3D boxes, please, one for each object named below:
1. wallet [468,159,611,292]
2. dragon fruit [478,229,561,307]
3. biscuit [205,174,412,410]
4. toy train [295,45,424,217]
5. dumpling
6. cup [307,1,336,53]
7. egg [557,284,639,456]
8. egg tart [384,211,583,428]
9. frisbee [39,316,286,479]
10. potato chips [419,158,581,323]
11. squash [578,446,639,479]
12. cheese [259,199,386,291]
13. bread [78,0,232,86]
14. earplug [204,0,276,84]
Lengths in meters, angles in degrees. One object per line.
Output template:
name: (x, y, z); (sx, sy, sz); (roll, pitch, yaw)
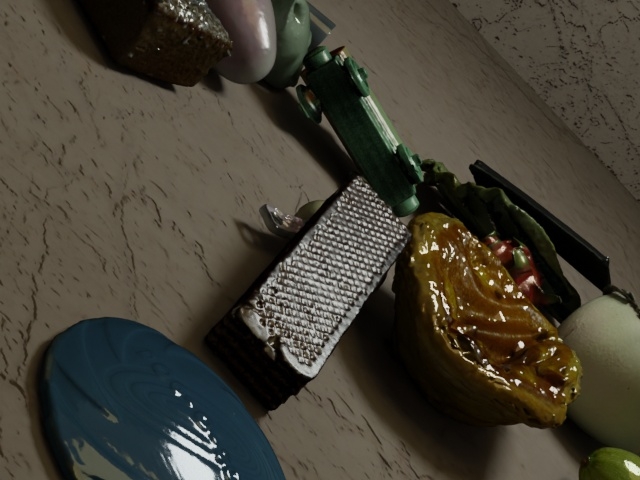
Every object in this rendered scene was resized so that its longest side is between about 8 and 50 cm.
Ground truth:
wallet: (0.360, -0.026, 2.078); (0.285, 0.030, 0.146); (41, -2, 23)
dragon fruit: (0.284, 0.088, 1.937); (0.135, 0.137, 0.236); (35, 21, -36)
biscuit: (-0.004, 0.047, 1.422); (0.107, 0.073, 0.388); (47, 31, -5)
toy train: (0.062, -0.169, 1.935); (0.285, 0.116, 0.177); (57, 11, -12)
dumpling: (-0.073, -0.323, 1.925); (0.217, 0.104, 0.149); (84, -16, -53)
cup: (-0.030, -0.361, 2.175); (0.077, 0.078, 0.100); (43, -13, -7)
egg: (0.449, 0.231, 2.010); (0.264, 0.174, 0.286); (-113, 179, -62)
egg tart: (0.191, 0.118, 1.669); (0.339, 0.153, 0.351); (48, 22, -8)
frisbee: (-0.114, 0.174, 1.095); (0.289, 0.049, 0.289); (42, 22, -21)
potato chips: (0.330, 0.013, 2.172); (0.429, 0.070, 0.358); (46, 0, -23)
squash: (0.439, 0.371, 1.814); (0.186, 0.123, 0.123); (44, 21, -1)
cheese: (0.000, 0.000, 1.611); (0.227, 0.064, 0.137); (25, 29, -52)
bread: (-0.274, -0.390, 1.651); (0.417, 0.113, 0.165); (58, 20, 22)
earplug: (-0.151, -0.350, 1.796); (0.172, 0.172, 0.301); (12, 49, -59)
